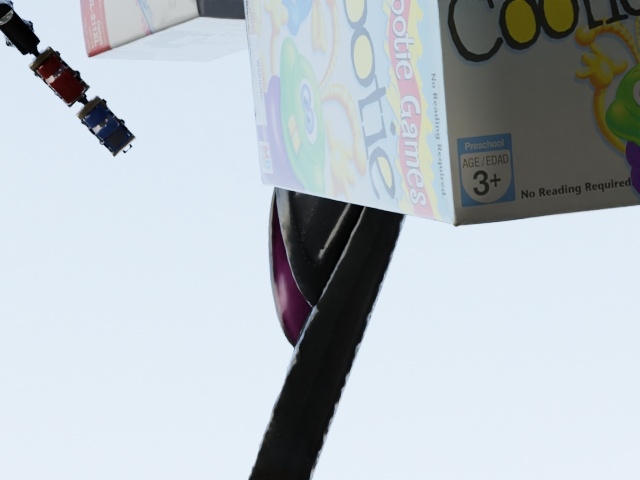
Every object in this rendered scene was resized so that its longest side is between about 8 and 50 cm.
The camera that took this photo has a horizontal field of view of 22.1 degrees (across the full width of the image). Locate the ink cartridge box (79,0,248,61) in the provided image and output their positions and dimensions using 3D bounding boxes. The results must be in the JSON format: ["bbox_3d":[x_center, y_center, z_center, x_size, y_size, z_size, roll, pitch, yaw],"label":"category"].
[{"bbox_3d":[-0.097,-0.196,1.328,0.127,0.072,0.175,-3,-3,-37],"label":"ink cartridge box"}]

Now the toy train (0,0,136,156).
[{"bbox_3d":[-0.194,-0.122,1.237,0.027,0.036,0.158,-44,-64,-4],"label":"toy train"}]

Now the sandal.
[{"bbox_3d":[0.000,0.000,1.177,0.107,0.445,0.167,19,-28,3],"label":"sandal"}]

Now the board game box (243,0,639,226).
[{"bbox_3d":[0.069,-0.092,0.753,0.144,0.142,0.275,-7,7,-16],"label":"board game box"}]
